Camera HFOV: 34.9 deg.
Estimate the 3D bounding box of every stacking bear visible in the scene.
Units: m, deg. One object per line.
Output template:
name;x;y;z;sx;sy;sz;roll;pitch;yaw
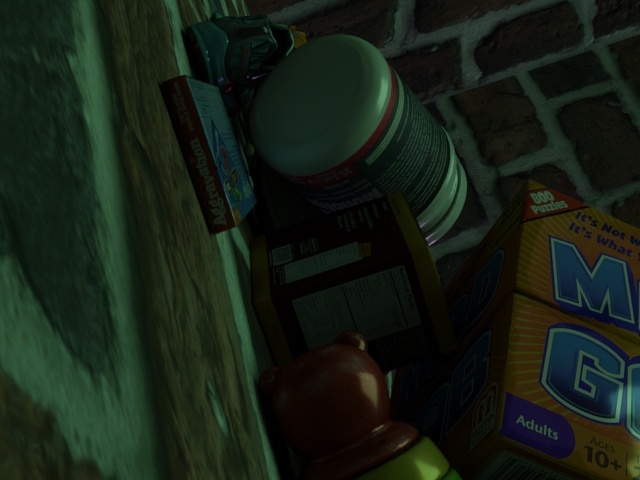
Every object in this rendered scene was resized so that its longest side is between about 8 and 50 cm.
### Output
stacking bear;0.050;0.228;0.909;0.289;0.175;0.164;63;-6;5

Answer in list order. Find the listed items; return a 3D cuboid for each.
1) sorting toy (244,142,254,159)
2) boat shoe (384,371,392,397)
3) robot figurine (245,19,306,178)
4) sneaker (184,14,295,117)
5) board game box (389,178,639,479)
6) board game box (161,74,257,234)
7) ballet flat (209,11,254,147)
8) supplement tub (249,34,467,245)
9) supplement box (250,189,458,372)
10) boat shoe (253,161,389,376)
sorting toy;-0.019;-0.078;1.622;0.208;0.038;0.193;27;-3;11
boat shoe;0.046;0.129;1.610;0.156;0.136;0.367;-136;-150;-57
robot figurine;-0.055;-0.194;1.474;0.291;0.085;0.211;-102;-158;-52
sneaker;-0.089;-0.229;1.324;0.262;0.125;0.104;-43;116;-87
board game box;0.292;0.226;1.158;0.356;0.357;0.356;120;-9;-45
board game box;-0.108;-0.092;1.045;0.281;0.027;0.145;-88;159;-84
ballet flat;-0.107;-0.266;1.677;0.083;0.087;0.247;29;43;-86
supplement tub;0.055;-0.114;1.297;0.272;0.191;0.191;40;26;-47
supplement box;0.033;0.057;1.161;0.191;0.194;0.129;-102;174;-68
boat shoe;-0.020;0.053;1.365;0.112;0.095;0.335;-37;102;-51
